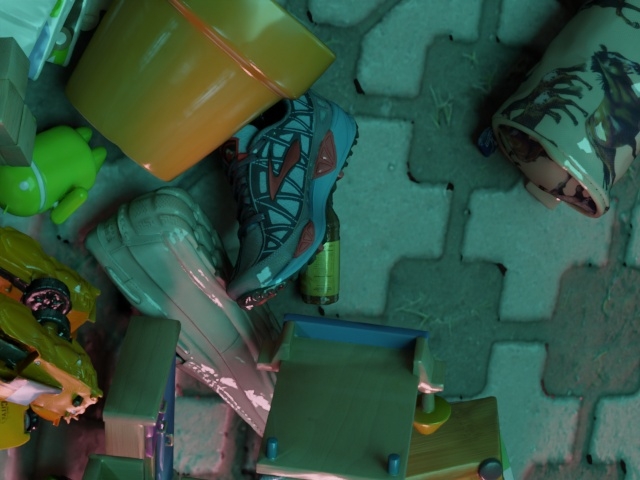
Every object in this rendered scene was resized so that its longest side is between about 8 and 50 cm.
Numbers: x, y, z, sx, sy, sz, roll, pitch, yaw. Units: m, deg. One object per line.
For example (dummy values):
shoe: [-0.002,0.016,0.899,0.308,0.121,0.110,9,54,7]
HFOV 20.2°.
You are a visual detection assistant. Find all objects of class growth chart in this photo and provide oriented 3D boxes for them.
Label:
growth chart: [-0.264,-0.231,1.596,0.172,0.021,0.237,34,83,-34]

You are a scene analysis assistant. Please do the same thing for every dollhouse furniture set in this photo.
dollhouse furniture set: [-0.042,0.229,1.601,0.303,0.286,0.198,6,126,3]

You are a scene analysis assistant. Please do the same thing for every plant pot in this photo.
plant pot: [-0.122,-0.162,1.612,0.205,0.205,0.188,38,96,-33]

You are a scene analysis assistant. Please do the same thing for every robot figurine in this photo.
robot figurine: [-0.249,-0.062,1.613,0.115,0.067,0.101,-27,75,-35]
robot figurine: [-0.317,0.039,1.539,0.291,0.211,0.085,33,119,-30]

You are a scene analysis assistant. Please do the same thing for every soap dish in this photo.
soap dish: [0.086,0.317,1.796,0.229,0.118,0.290,-11,111,-10]

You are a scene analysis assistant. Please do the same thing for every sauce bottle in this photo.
sauce bottle: [0.000,0.000,1.810,0.042,0.042,0.128,-6,103,-31]

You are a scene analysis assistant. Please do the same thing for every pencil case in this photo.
pencil case: [0.343,-0.220,1.907,0.160,0.183,0.410,37,79,-5]

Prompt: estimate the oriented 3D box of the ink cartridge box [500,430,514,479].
ink cartridge box: [0.138,0.315,1.945,0.154,0.093,0.212,-28,117,-24]

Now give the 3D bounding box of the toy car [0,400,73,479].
toy car: [-0.286,0.232,1.677,0.225,0.053,0.239,33,84,-34]

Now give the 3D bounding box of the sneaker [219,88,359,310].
sneaker: [-0.059,-0.050,1.695,0.125,0.104,0.262,37,45,-22]

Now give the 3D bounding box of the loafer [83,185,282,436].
loafer: [-0.114,0.082,1.732,0.111,0.112,0.319,-22,124,14]

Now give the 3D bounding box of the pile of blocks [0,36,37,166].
pile of blocks: [-0.393,-0.168,1.483,0.362,0.149,0.112,25,58,-38]
